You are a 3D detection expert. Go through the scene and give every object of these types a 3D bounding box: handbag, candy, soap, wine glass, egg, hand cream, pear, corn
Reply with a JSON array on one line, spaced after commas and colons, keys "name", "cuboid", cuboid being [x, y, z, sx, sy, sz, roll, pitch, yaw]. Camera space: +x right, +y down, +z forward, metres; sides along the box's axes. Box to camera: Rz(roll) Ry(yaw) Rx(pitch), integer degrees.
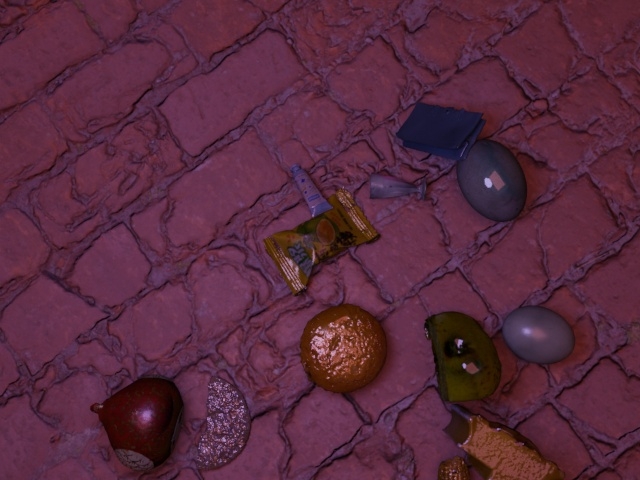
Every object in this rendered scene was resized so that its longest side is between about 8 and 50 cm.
[{"name": "handbag", "cuboid": [0.327, -0.304, 1.921, 0.221, 0.057, 0.144, 19, 71, 43]}, {"name": "candy", "cuboid": [0.000, 0.000, 1.934, 0.297, 0.081, 0.187, -32, 81, -15]}, {"name": "soap", "cuboid": [0.438, 0.523, 1.753, 0.259, 0.281, 0.143, 35, 87, 7]}, {"name": "wine glass", "cuboid": [0.214, -0.149, 1.953, 0.154, 0.073, 0.074, 2, 83, -1]}, {"name": "egg", "cuboid": [0.462, -0.161, 1.896, 0.169, 0.169, 0.237, -29, 78, -2]}, {"name": "hand cream", "cuboid": [-0.033, -0.141, 1.951, 0.065, 0.043, 0.171, -27, 66, -10]}, {"name": "pear", "cuboid": [0.370, 0.287, 1.802, 0.163, 0.255, 0.239, -10, 78, 1]}, {"name": "egg", "cuboid": [0.574, 0.249, 1.851, 0.192, 0.149, 0.150, 17, 83, -3]}, {"name": "corn", "cuboid": [0.354, 0.709, 1.823, 0.106, 0.106, 0.293, -8, 81, 0]}]

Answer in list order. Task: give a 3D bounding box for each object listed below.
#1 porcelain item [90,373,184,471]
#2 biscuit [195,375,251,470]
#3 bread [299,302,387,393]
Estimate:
[{"name": "porcelain item", "cuboid": [-0.473, 0.455, 1.798, 0.252, 0.253, 0.253, 0, 83, 1]}, {"name": "biscuit", "cuboid": [-0.254, 0.498, 1.897, 0.133, 0.032, 0.250, 8, 82, 1]}, {"name": "bread", "cuboid": [0.061, 0.285, 1.863, 0.239, 0.139, 0.240, 0, 83, 1]}]
